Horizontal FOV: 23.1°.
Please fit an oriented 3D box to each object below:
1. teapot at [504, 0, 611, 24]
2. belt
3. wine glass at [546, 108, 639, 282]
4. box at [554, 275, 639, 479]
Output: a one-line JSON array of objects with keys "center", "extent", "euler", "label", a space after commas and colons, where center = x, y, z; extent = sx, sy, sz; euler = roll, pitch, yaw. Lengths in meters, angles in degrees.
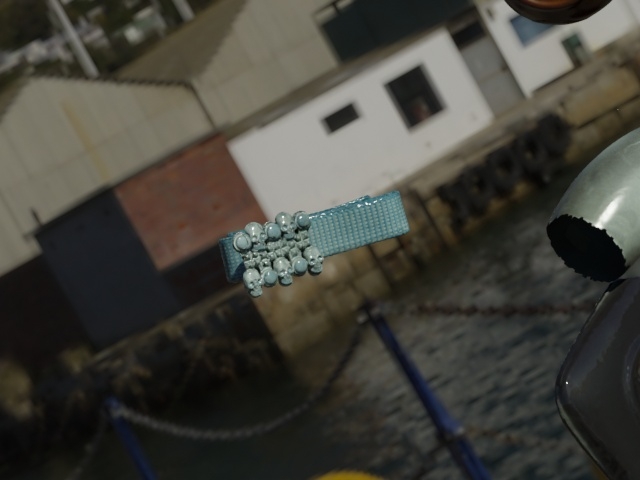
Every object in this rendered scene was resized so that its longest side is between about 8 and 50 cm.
[{"center": [0.219, -0.243, 1.394], "extent": [0.129, 0.098, 0.078], "euler": [1, 18, 28], "label": "teapot"}, {"center": [-0.001, -0.005, 1.424], "extent": [0.179, 0.065, 0.100], "euler": [-18, 5, -14], "label": "belt"}, {"center": [0.308, -0.065, 1.561], "extent": [0.309, 0.096, 0.264], "euler": [-51, -3, -26], "label": "wine glass"}, {"center": [0.303, 0.151, 1.426], "extent": [0.042, 0.212, 0.201], "euler": [-20, 24, 44], "label": "box"}]
